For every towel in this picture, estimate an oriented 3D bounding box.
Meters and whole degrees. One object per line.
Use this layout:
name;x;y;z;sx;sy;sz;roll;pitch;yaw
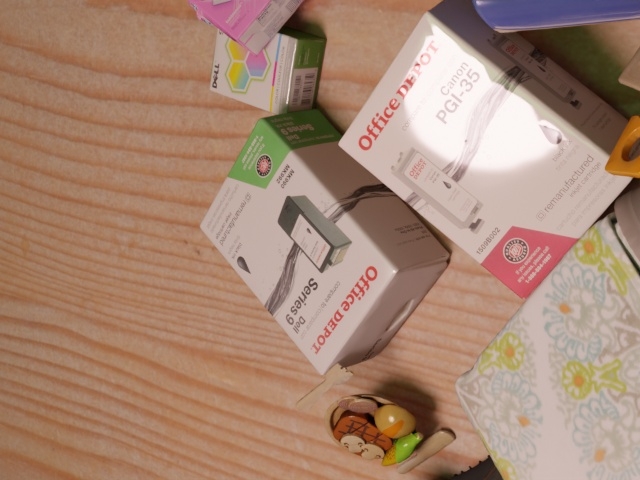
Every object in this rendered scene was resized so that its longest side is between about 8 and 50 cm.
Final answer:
towel;0.311;0.191;1.187;0.374;0.090;0.321;-58;46;44

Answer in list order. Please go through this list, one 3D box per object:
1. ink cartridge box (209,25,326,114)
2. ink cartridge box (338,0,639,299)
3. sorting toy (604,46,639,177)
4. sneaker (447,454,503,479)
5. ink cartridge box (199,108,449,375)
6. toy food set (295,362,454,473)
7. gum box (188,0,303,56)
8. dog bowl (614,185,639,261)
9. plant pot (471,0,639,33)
ink cartridge box;-0.095;-0.252;1.572;0.209;0.062;0.109;25;114;36
ink cartridge box;0.191;-0.107;1.263;0.283;0.117;0.207;40;125;7
sorting toy;0.385;-0.202;1.069;0.348;0.047;0.196;-57;20;9
sneaker;0.199;0.318;1.430;0.083;0.118;0.222;41;162;-18
ink cartridge box;0.000;0.000;1.499;0.289;0.121;0.211;49;127;23
toy food set;0.066;0.249;1.475;0.192;0.038;0.132;33;130;-12
gum box;-0.077;-0.344;1.485;0.107;0.062;0.188;43;95;26
dog bowl;0.426;0.051;1.000;0.102;0.348;0.349;-49;66;24
plant pot;0.249;-0.322;1.108;0.235;0.236;0.212;-4;105;13
